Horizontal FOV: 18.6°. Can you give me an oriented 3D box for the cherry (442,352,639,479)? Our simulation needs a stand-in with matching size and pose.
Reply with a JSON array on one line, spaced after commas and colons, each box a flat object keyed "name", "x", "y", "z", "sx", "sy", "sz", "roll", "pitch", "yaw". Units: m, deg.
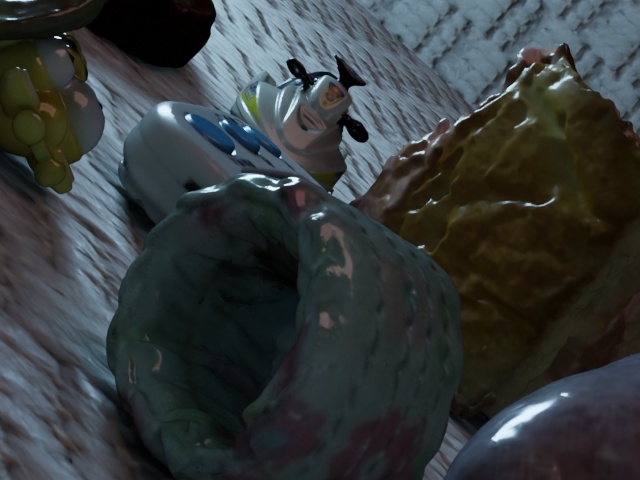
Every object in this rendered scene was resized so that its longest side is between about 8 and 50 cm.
[{"name": "cherry", "x": 0.217, "y": 0.200, "z": 1.230, "sx": 0.335, "sy": 0.291, "sz": 0.326, "roll": -1, "pitch": -6, "yaw": -15}]

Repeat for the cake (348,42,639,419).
[{"name": "cake", "x": 0.224, "y": 0.007, "z": 1.904, "sx": 0.293, "sy": 0.314, "sz": 0.307, "roll": 50, "pitch": 14, "yaw": 31}]

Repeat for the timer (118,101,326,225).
[{"name": "timer", "x": -0.044, "y": -0.006, "z": 1.554, "sx": 0.237, "sy": 0.087, "sz": 0.262, "roll": 46, "pitch": 12, "yaw": 11}]

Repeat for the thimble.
[{"name": "thimble", "x": -0.020, "y": 0.074, "z": 1.146, "sx": 0.149, "sy": 0.185, "sz": 0.211, "roll": 32, "pitch": 52, "yaw": -43}]

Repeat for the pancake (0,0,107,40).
[{"name": "pancake", "x": -0.253, "y": -0.197, "z": 1.363, "sx": 0.236, "sy": 0.042, "sz": 0.222, "roll": 21, "pitch": 30, "yaw": 17}]

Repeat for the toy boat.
[{"name": "toy boat", "x": -0.016, "y": -0.117, "z": 1.951, "sx": 0.141, "sy": 0.141, "sz": 0.269, "roll": 44, "pitch": -3, "yaw": -5}]

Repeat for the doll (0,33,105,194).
[{"name": "doll", "x": -0.217, "y": -0.136, "z": 1.409, "sx": 0.291, "sy": 0.086, "sz": 0.117, "roll": -118, "pitch": -177, "yaw": -55}]

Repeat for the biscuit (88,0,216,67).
[{"name": "biscuit", "x": -0.259, "y": -0.339, "z": 1.981, "sx": 0.407, "sy": 0.091, "sz": 0.407, "roll": 42, "pitch": 11, "yaw": -10}]
